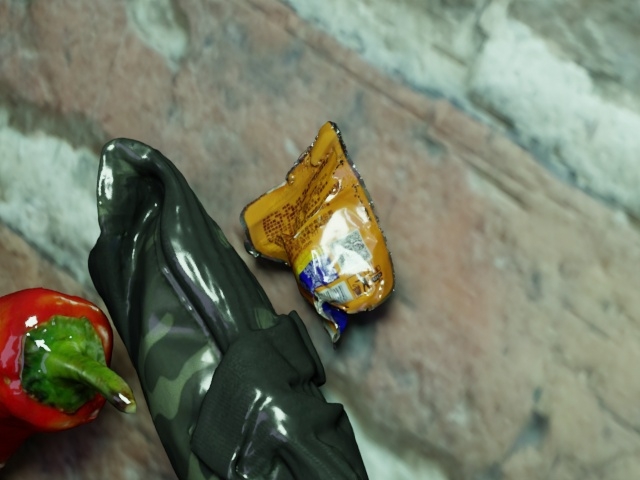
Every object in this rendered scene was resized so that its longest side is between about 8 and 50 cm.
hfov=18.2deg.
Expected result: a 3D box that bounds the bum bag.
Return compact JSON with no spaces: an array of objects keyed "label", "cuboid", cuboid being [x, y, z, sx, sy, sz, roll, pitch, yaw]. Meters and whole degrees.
[{"label":"bum bag","cuboid":[-0.031,0.098,1.001,0.340,0.095,0.144,58,165,29]}]

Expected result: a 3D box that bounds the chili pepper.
[{"label":"chili pepper","cuboid":[-0.196,0.123,1.154,0.368,0.092,0.137,-48,56,45]}]

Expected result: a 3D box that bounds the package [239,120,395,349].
[{"label":"package","cuboid":[-0.001,0.000,1.024,0.077,0.033,0.111,-54,51,37]}]
